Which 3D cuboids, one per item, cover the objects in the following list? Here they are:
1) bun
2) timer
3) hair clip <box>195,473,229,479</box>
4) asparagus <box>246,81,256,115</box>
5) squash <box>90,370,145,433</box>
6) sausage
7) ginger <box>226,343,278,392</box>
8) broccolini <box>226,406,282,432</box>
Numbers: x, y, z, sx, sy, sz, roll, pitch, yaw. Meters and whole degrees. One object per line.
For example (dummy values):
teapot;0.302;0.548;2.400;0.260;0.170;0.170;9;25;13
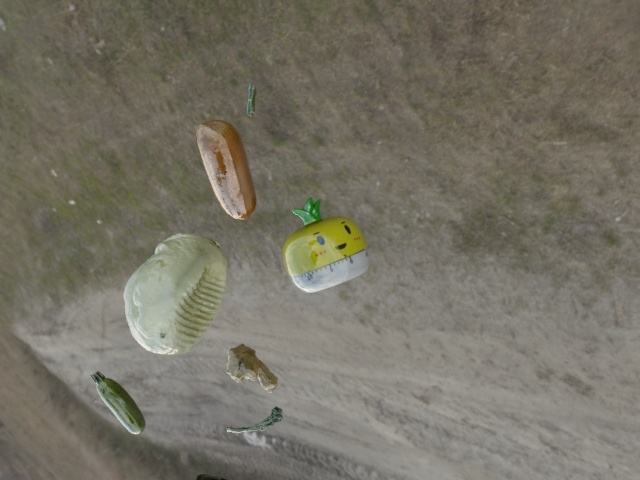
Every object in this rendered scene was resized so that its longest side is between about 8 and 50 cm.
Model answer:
bun;-0.296;0.105;1.061;0.160;0.259;0.259;15;136;15
timer;0.000;0.000;1.596;0.285;0.285;0.285;28;140;26
hair clip;-0.238;0.602;1.045;0.310;0.206;0.194;13;175;-1
asparagus;-0.200;-0.415;1.535;0.025;0.021;0.108;3;133;-12
squash;-0.596;0.488;1.575;0.066;0.066;0.252;5;130;44
sausage;-0.210;-0.154;1.202;0.105;0.105;0.274;28;150;26
ginger;-0.190;0.352;1.416;0.165;0.096;0.067;41;135;9
broccolini;-0.198;0.545;1.562;0.194;0.052;0.054;-19;111;11
